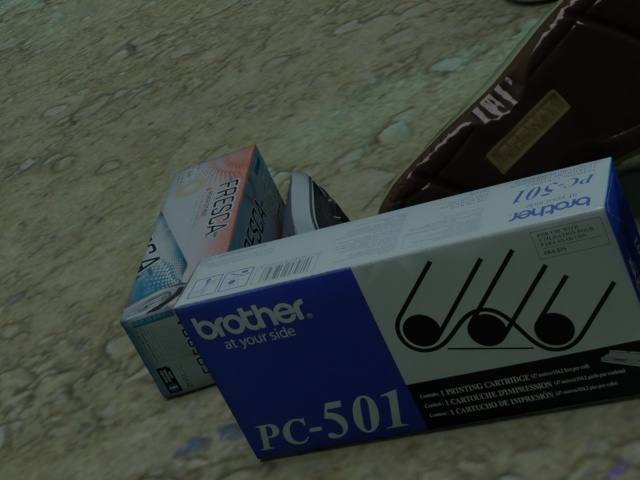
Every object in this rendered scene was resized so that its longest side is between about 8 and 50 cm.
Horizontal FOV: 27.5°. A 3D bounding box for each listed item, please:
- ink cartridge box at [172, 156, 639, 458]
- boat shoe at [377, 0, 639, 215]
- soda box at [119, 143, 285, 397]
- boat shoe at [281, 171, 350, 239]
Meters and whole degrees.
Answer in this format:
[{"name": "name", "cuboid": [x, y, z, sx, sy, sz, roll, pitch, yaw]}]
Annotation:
[{"name": "ink cartridge box", "cuboid": [0.046, 0.037, 0.597, 0.207, 0.097, 0.046, -14, 28, 25]}, {"name": "boat shoe", "cuboid": [0.134, -0.075, 0.700, 0.257, 0.095, 0.095, -36, -1, 3]}, {"name": "soda box", "cuboid": [-0.065, 0.013, 0.788, 0.063, 0.058, 0.183, -19, 26, 15]}, {"name": "boat shoe", "cuboid": [0.000, 0.000, 0.775, 0.040, 0.049, 0.142, 7, 24, -8]}]
